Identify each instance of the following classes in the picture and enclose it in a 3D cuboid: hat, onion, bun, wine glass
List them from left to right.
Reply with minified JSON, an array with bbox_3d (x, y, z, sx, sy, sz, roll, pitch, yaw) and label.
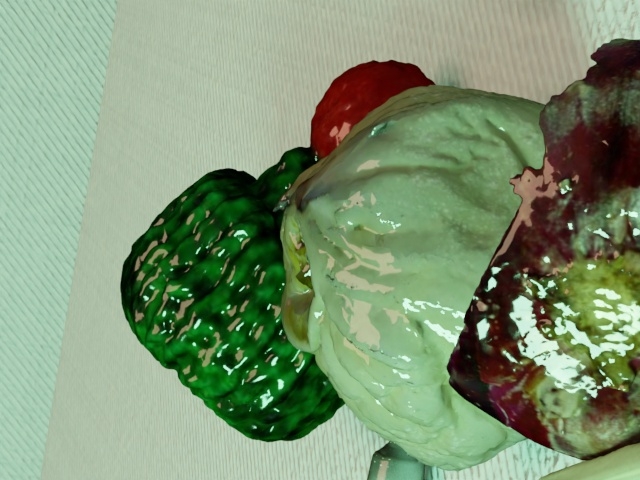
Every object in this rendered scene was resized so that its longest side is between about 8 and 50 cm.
[{"bbox_3d":[0.000,0.000,1.363,0.332,0.242,0.274,-49,16,4],"label":"hat"},{"bbox_3d":[0.057,0.210,1.293,0.072,0.072,0.155,-169,87,-69],"label":"wine glass"},{"bbox_3d":[0.071,0.013,1.129,0.281,0.204,0.282,-171,90,-68],"label":"bun"},{"bbox_3d":[0.158,0.000,0.736,0.218,0.139,0.195,-38,-36,-63],"label":"onion"}]

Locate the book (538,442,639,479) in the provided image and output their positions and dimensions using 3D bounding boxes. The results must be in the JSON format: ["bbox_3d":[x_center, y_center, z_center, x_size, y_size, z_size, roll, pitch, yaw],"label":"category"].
[{"bbox_3d":[0.221,0.152,0.676,0.022,0.232,0.162,-62,11,-27],"label":"book"}]
